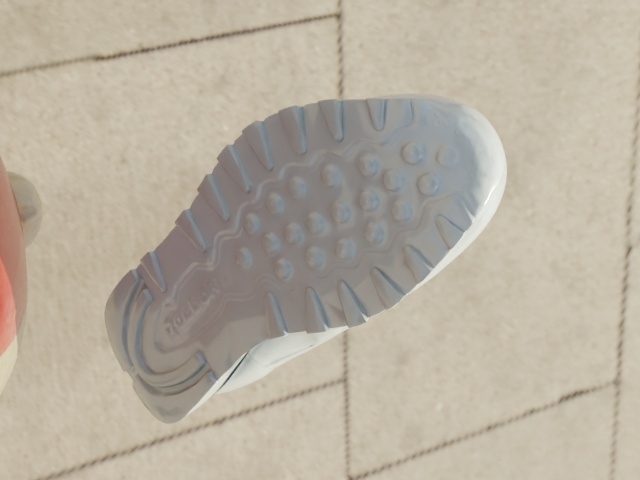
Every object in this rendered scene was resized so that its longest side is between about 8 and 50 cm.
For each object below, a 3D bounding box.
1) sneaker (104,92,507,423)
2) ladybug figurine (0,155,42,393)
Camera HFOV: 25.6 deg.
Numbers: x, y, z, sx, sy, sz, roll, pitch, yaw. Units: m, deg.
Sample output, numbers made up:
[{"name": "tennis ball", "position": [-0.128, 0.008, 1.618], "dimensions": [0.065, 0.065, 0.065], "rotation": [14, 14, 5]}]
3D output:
[{"name": "sneaker", "position": [0.000, 0.000, 0.596], "dimensions": [0.094, 0.235, 0.090], "rotation": [-16, 79, -43]}, {"name": "ladybug figurine", "position": [-0.296, -0.006, 0.513], "dimensions": [0.449, 0.305, 0.162], "rotation": [-12, 139, -44]}]
